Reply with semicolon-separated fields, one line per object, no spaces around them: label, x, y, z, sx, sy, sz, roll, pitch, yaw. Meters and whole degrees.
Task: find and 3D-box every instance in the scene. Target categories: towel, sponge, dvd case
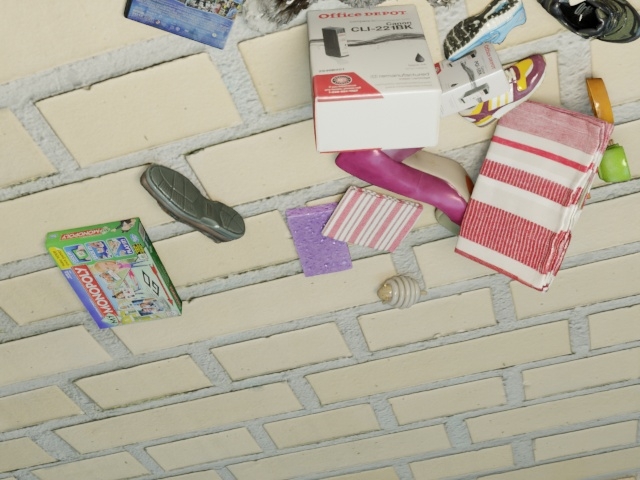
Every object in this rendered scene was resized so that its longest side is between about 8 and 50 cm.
towel;0.385;-0.093;1.455;0.037;0.237;0.329;8;104;-41
sponge;0.000;0.000;1.766;0.117;0.031;0.210;-10;136;5
towel;0.115;-0.046;1.706;0.197;0.029;0.144;13;129;-25
dvd case;-0.204;-0.443;1.266;0.180;0.022;0.253;15;135;-19

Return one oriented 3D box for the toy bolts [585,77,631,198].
toy bolts;0.491;-0.190;1.510;0.158;0.228;0.218;-16;92;18

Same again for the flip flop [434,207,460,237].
flip flop;0.374;-0.010;1.753;0.277;0.080;0.112;26;129;-30

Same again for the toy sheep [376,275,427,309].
toy sheep;0.199;0.127;1.889;0.132;0.091;0.091;-3;140;-23

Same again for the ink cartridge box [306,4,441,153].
ink cartridge box;0.081;-0.276;1.294;0.197;0.273;0.114;-4;134;-1

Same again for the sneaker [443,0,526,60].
sneaker;0.294;-0.363;1.372;0.162;0.063;0.073;-30;136;25

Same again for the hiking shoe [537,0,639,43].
hiking shoe;0.470;-0.377;1.333;0.227;0.114;0.086;14;135;-20

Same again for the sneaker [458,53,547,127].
sneaker;0.336;-0.288;1.453;0.084;0.069;0.185;23;130;-33

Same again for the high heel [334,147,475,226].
high heel;0.203;-0.107;1.611;0.181;0.127;0.377;-28;124;26

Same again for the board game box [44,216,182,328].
board game box;-0.471;0.084;1.804;0.214;0.046;0.317;-10;138;5

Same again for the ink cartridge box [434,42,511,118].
ink cartridge box;0.267;-0.295;1.416;0.135;0.099;0.056;-21;134;15

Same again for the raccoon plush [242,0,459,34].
raccoon plush;0.060;-0.373;1.135;0.216;0.299;0.446;37;125;-20

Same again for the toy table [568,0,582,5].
toy table;0.340;-0.493;1.162;0.252;0.161;0.274;-31;131;26

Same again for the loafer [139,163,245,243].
loafer;-0.279;-0.062;1.630;0.084;0.096;0.267;-29;135;32
